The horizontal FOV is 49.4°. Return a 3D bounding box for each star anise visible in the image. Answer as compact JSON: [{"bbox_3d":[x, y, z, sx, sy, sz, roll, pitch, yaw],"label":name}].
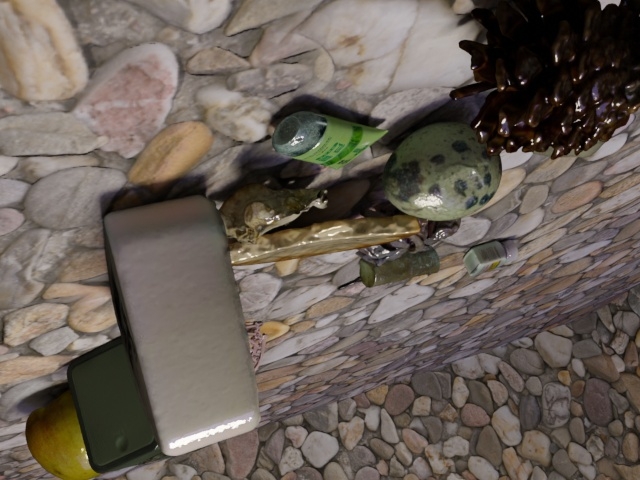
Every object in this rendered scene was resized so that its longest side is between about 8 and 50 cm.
[{"bbox_3d":[0.153,-0.012,1.263,0.230,0.081,0.262,-20,164,26],"label":"star anise"}]

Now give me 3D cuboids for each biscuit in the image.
[{"bbox_3d":[0.000,0.000,1.114,0.308,0.040,0.204,-9,175,2],"label":"biscuit"}]

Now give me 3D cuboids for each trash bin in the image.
[{"bbox_3d":[-0.327,0.336,1.439,0.158,0.223,0.343,-27,160,14],"label":"trash bin"}]

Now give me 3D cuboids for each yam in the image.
[{"bbox_3d":[0.165,0.050,1.442,0.169,0.068,0.068,-10,156,-25],"label":"yam"}]

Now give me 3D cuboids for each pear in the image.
[{"bbox_3d":[-0.512,0.405,1.466,0.200,0.200,0.200,-19,159,-8],"label":"pear"}]

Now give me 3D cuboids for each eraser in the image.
[{"bbox_3d":[-0.205,0.081,0.960,0.149,0.331,0.331,-11,157,-21],"label":"eraser"}]

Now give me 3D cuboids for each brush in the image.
[{"bbox_3d":[0.075,0.091,1.532,0.083,0.008,0.024,-24,162,5],"label":"brush"}]

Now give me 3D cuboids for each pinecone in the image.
[{"bbox_3d":[0.252,-0.189,0.775,0.201,0.203,0.229,-4,177,41],"label":"pinecone"}]

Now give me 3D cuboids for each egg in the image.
[{"bbox_3d":[0.171,-0.097,0.987,0.181,0.141,0.141,-15,158,-21],"label":"egg"}]

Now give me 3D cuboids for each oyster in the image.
[{"bbox_3d":[-0.065,-0.047,0.952,0.163,0.081,0.191,-23,-173,-6],"label":"oyster"}]

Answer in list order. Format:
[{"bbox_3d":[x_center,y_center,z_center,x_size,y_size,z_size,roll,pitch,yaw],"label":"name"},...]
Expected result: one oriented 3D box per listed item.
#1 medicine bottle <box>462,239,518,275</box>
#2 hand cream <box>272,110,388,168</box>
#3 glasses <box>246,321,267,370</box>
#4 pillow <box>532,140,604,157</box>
[{"bbox_3d":[0.410,0.038,1.667,0.118,0.055,0.074,-16,157,-18],"label":"medicine bottle"},{"bbox_3d":[0.010,-0.126,0.890,0.095,0.046,0.175,-37,156,28],"label":"hand cream"},{"bbox_3d":[-0.167,0.278,1.476,0.095,0.255,0.162,14,151,22],"label":"glasses"},{"bbox_3d":[0.461,-0.211,1.127,0.148,0.050,0.230,-14,155,-31],"label":"pillow"}]
